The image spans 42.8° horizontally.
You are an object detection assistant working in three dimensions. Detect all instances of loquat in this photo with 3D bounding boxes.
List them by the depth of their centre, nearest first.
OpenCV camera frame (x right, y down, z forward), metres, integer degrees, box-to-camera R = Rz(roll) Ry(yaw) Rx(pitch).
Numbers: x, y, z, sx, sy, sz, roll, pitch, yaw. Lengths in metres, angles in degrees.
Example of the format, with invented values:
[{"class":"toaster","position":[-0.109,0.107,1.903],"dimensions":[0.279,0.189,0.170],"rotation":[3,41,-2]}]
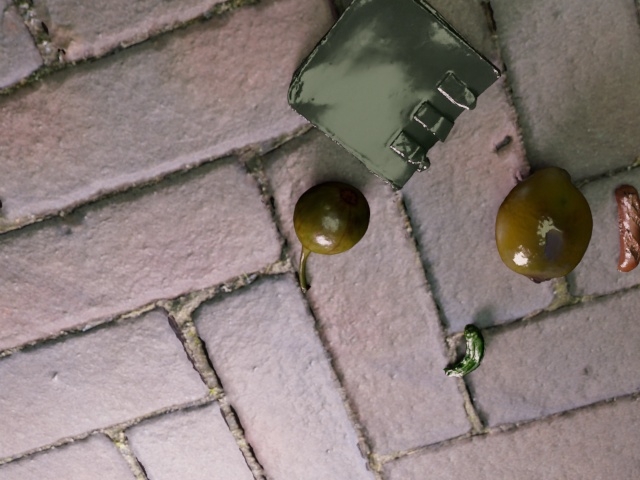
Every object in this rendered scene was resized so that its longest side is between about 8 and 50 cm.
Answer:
[{"class":"loquat","position":[0.358,-0.025,1.312],"dimensions":[0.152,0.152,0.195],"rotation":[3,105,1]}]

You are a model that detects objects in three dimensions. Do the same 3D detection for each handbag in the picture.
[{"class":"handbag","position":[0.111,-0.243,1.262],"dimensions":[0.260,0.079,0.247],"rotation":[37,110,-13]}]

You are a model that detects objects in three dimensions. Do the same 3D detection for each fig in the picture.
[{"class":"fig","position":[0.000,0.000,1.372],"dimensions":[0.124,0.124,0.236],"rotation":[20,136,-6]}]

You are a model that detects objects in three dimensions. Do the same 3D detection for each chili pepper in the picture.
[{"class":"chili pepper","position":[0.267,0.202,1.471],"dimensions":[0.055,0.035,0.118],"rotation":[24,122,6]}]

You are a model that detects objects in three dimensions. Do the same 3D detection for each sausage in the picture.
[{"class":"sausage","position":[0.515,-0.017,1.365],"dimensions":[0.036,0.042,0.158],"rotation":[-24,118,-29]}]
